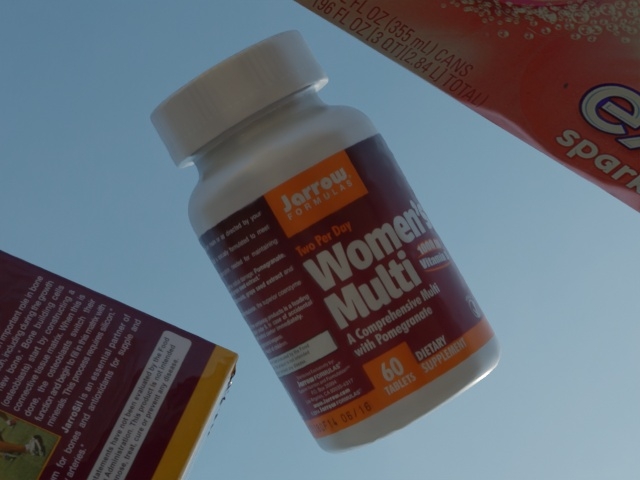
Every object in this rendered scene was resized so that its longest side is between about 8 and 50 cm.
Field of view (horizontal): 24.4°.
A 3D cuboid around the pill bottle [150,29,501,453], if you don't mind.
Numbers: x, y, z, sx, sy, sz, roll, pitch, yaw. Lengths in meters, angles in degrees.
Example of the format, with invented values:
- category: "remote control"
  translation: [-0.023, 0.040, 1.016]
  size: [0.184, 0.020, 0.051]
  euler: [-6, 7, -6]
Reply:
- category: "pill bottle"
  translation: [0.000, 0.000, 0.843]
  size: [0.121, 0.121, 0.221]
  euler: [-30, -90, 11]

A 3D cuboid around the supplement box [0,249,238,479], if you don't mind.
- category: "supplement box"
  translation: [-0.142, 0.066, 0.586]
  size: [0.188, 0.104, 0.081]
  euler: [24, -42, 0]

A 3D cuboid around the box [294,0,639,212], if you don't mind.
- category: "box"
  translation: [0.149, -0.088, 0.406]
  size: [0.300, 0.142, 0.154]
  euler: [30, -39, -15]
